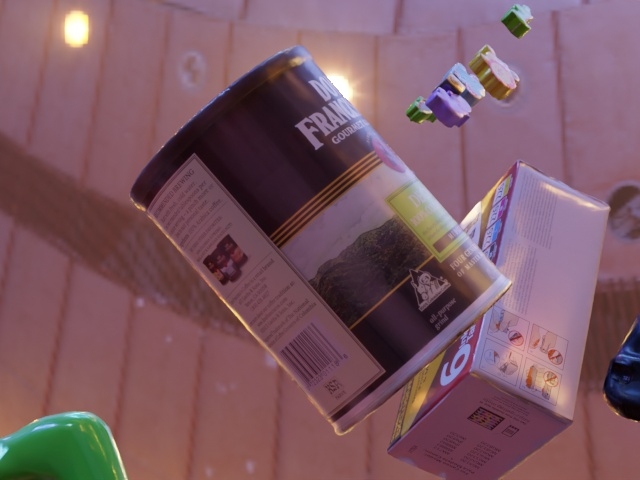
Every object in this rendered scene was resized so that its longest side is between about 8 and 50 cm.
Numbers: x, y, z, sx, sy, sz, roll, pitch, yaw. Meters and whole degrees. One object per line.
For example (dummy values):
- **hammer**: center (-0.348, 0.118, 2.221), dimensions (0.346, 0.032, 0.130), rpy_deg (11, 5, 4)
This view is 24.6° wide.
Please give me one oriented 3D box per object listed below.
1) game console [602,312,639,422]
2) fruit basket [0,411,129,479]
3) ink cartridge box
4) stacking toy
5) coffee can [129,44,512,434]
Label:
- **game console**: center (0.365, 0.095, 0.944), dimensions (0.361, 0.213, 0.044), rpy_deg (11, -44, 34)
- **fruit basket**: center (-0.149, 0.278, 0.451), dimensions (0.392, 0.283, 0.392), rpy_deg (32, -53, 57)
- **ink cartridge box**: center (0.188, 0.115, 1.676), dimensions (0.272, 0.130, 0.309), rpy_deg (-53, -166, 49)
- **stacking toy**: center (0.141, -0.145, 1.480), dimensions (0.052, 0.221, 0.167), rpy_deg (44, -61, -5)
- **coffee can**: center (0.000, 0.000, 1.267), dimensions (0.275, 0.201, 0.201), rpy_deg (49, -52, 3)
